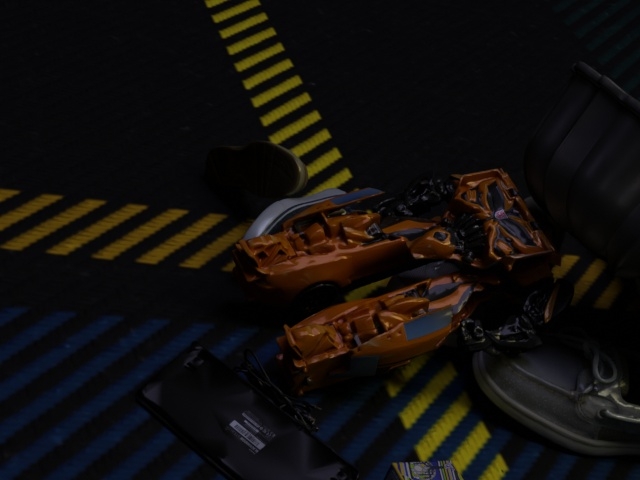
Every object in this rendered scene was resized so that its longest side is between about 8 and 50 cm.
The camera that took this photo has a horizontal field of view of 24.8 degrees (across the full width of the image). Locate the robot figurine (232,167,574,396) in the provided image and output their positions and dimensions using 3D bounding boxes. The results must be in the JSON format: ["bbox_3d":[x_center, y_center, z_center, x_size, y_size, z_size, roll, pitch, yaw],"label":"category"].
[{"bbox_3d":[0.082,0.026,1.289,0.291,0.085,0.211,-18,55,-16],"label":"robot figurine"}]

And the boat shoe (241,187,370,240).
[{"bbox_3d":[0.000,0.000,1.396,0.083,0.065,0.183,32,31,22],"label":"boat shoe"}]

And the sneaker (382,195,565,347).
[{"bbox_3d":[0.153,0.017,1.414,0.103,0.111,0.252,35,36,23],"label":"sneaker"}]

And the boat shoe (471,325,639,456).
[{"bbox_3d":[0.295,0.137,1.320,0.320,0.103,0.118,19,30,-5],"label":"boat shoe"}]

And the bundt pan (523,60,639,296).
[{"bbox_3d":[0.312,-0.010,1.325,0.331,0.124,0.331,42,8,-7],"label":"bundt pan"}]

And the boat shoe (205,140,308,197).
[{"bbox_3d":[-0.056,-0.069,1.442,0.048,0.056,0.153,4,-1,-38],"label":"boat shoe"}]

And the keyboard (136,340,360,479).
[{"bbox_3d":[-0.050,0.156,1.160,0.192,0.038,0.100,37,57,23],"label":"keyboard"}]

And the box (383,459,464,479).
[{"bbox_3d":[0.101,0.241,1.081,0.059,0.054,0.169,3,35,-28],"label":"box"}]
